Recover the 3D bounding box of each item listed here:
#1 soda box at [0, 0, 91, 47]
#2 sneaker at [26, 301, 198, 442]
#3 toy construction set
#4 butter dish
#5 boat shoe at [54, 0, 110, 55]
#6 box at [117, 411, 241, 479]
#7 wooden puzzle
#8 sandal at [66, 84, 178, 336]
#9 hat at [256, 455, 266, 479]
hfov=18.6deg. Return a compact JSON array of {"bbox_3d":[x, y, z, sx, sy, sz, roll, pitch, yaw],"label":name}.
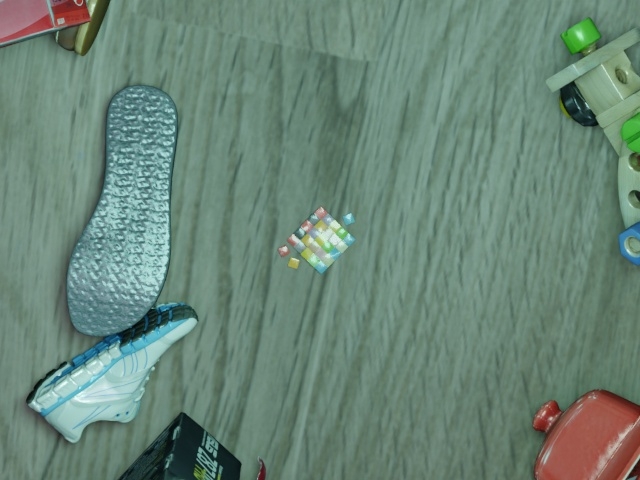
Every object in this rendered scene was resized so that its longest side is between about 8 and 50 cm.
[{"bbox_3d":[-0.360,-0.212,1.865,0.263,0.092,0.083,-14,97,20],"label":"soda box"},{"bbox_3d":[-0.195,0.134,1.955,0.191,0.071,0.083,-33,108,6],"label":"sneaker"},{"bbox_3d":[0.367,-0.151,1.858,0.309,0.257,0.237,-30,82,-17],"label":"toy construction set"},{"bbox_3d":[0.263,0.202,1.925,0.118,0.160,0.160,34,95,20],"label":"butter dish"},{"bbox_3d":[-0.226,-0.286,1.906,0.073,0.073,0.207,18,88,0],"label":"boat shoe"},{"bbox_3d":[-0.240,0.357,1.844,0.097,0.318,0.395,43,94,-3],"label":"box"},{"bbox_3d":[0.000,0.000,1.962,0.049,0.006,0.083,44,94,-4],"label":"wooden puzzle"},{"bbox_3d":[-0.188,-0.026,1.943,0.097,0.054,0.254,14,85,-3],"label":"sandal"},{"bbox_3d":[-0.100,0.372,1.993,0.173,0.183,0.208,44,134,-14],"label":"hat"}]
